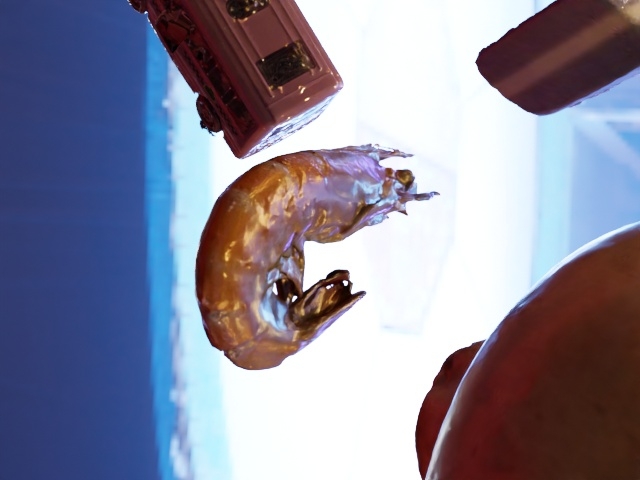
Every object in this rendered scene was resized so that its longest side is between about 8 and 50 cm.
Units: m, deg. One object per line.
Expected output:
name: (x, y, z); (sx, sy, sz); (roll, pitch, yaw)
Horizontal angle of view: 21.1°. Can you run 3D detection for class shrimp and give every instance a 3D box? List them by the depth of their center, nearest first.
shrimp: (0.000, 0.000, 1.164); (0.248, 0.068, 0.150); (-27, 129, -45)

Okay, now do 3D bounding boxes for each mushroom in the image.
mushroom: (0.114, 0.086, 0.629); (0.204, 0.204, 0.204); (3, 90, -72)

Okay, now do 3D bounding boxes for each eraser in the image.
eraser: (0.164, -0.105, 0.702); (0.225, 0.082, 0.036); (-25, 88, -36)

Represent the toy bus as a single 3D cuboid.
toy bus: (-0.072, -0.171, 1.334); (0.199, 0.096, 0.108); (59, -22, 1)
